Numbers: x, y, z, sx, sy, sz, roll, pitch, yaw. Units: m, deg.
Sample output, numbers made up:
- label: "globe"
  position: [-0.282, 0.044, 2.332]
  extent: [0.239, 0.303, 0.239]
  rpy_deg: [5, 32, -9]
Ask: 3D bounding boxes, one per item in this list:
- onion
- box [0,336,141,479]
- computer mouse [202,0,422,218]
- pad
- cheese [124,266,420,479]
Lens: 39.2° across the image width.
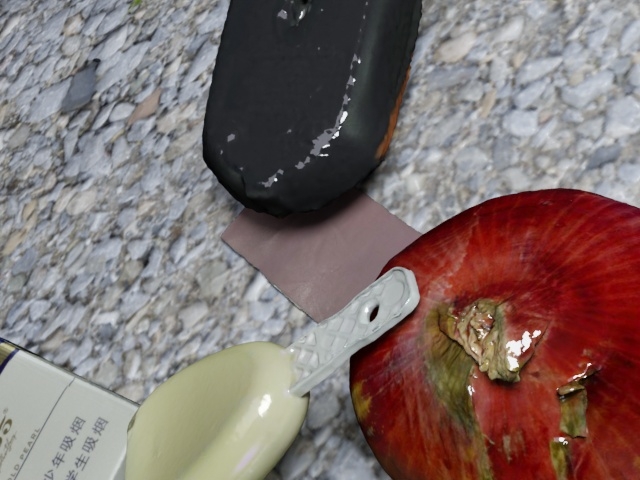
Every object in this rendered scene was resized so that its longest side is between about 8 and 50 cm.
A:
- label: "onion"
  position: [0.130, 0.068, 0.564]
  extent: [0.248, 0.161, 0.248]
  rpy_deg: [-15, 40, 13]
- label: "box"
  position: [-0.253, 0.191, 0.785]
  extent: [0.259, 0.071, 0.168]
  rpy_deg: [16, 73, 38]
- label: "computer mouse"
  position: [-0.001, -0.168, 0.801]
  extent: [0.183, 0.116, 0.323]
  rpy_deg: [3, 73, 33]
- label: "pad"
  position: [0.000, 0.000, 0.777]
  extent: [0.113, 0.006, 0.188]
  rpy_deg: [-50, 51, -3]
- label: "cheese"
  position: [-0.034, 0.098, 0.587]
  extent: [0.251, 0.054, 0.127]
  rpy_deg: [-40, 33, 22]
